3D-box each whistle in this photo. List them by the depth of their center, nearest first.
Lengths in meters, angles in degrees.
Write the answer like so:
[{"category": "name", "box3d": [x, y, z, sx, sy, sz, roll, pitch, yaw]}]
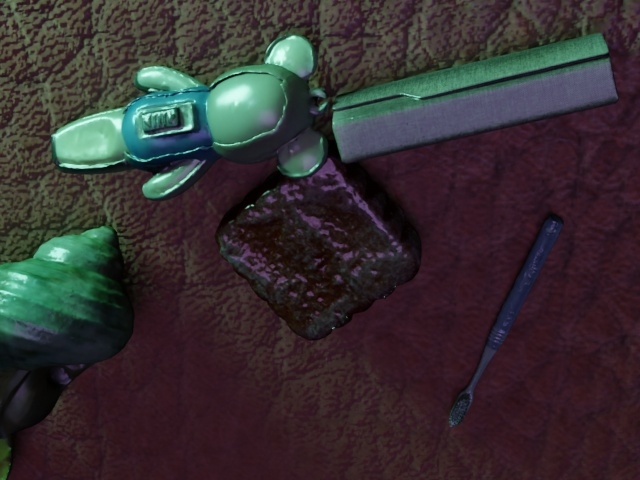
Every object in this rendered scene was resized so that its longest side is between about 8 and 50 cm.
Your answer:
[{"category": "whistle", "box3d": [-0.103, -0.088, 0.801, 0.235, 0.077, 0.114, -9, 83, 18]}]

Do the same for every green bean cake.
[{"category": "green bean cake", "box3d": [0.000, 0.000, 0.834, 0.135, 0.056, 0.135, -36, 104, 21]}]

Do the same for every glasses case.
[{"category": "glasses case", "box3d": [0.113, -0.108, 0.761, 0.205, 0.071, 0.047, -11, 109, 13]}]

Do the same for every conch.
[{"category": "conch", "box3d": [-0.238, 0.076, 0.866, 0.188, 0.122, 0.176, -32, 149, 13]}]

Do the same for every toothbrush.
[{"category": "toothbrush", "box3d": [0.155, 0.073, 0.866, 0.016, 0.019, 0.219, 28, 116, 11]}]

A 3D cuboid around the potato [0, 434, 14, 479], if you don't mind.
[{"category": "potato", "box3d": [-0.347, 0.160, 0.960, 0.119, 0.054, 0.198, -18, 115, 11]}]
